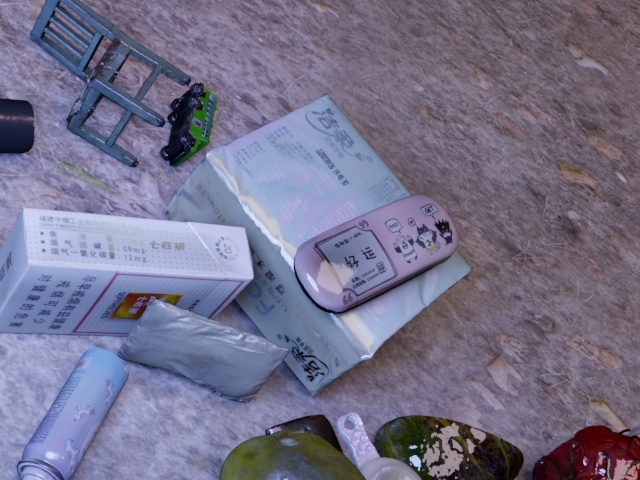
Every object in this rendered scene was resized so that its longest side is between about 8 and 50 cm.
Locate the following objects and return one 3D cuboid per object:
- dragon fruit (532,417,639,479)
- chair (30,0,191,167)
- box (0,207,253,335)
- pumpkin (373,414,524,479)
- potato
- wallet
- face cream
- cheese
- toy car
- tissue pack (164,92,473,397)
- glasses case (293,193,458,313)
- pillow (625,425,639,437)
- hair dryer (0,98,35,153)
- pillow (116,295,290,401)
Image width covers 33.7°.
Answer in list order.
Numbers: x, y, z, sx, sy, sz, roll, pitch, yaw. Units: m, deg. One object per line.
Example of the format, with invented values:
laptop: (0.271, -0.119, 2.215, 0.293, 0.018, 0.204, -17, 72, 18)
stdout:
dragon fruit: (0.472, 0.412, 1.811, 0.234, 0.233, 0.293, 27, 25, -17)
chair: (-0.371, -0.266, 1.734, 0.270, 0.136, 0.147, 34, 45, -12)
box: (-0.290, 0.055, 1.514, 0.330, 0.210, 0.095, 6, 58, -31)
pumpkin: (0.222, 0.388, 1.707, 0.279, 0.111, 0.163, 26, 53, -19)
potato: (-0.028, 0.368, 1.493, 0.197, 0.148, 0.228, -24, 54, -15)
wallet: (0.005, 0.378, 1.615, 0.122, 0.031, 0.232, -9, 65, -36)
face cream: (-0.341, 0.254, 1.435, 0.075, 0.075, 0.229, 34, 47, -10)
cheese: (0.089, 0.369, 1.610, 0.137, 0.064, 0.227, -17, 72, -37)
toy car: (-0.226, -0.197, 1.836, 0.062, 0.071, 0.165, 33, 45, -31)
tissue pack: (0.000, 0.000, 1.755, 0.405, 0.205, 0.332, 50, 46, 6)
glasses case: (0.090, 0.017, 1.615, 0.314, 0.075, 0.122, -23, 74, -37)
pillow: (0.605, 0.418, 1.994, 0.233, 0.038, 0.130, -8, 67, -39)
hair dryer: (-0.563, -0.241, 1.630, 0.197, 0.089, 0.251, -1, 54, -35)
pillow: (-0.175, 0.166, 1.560, 0.230, 0.148, 0.050, 21, 38, -23)
